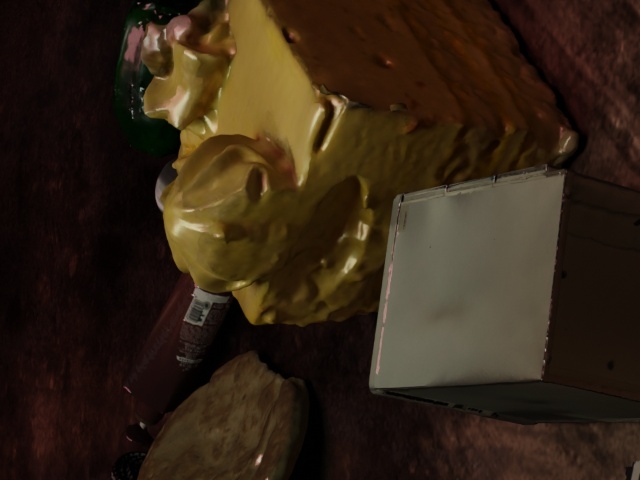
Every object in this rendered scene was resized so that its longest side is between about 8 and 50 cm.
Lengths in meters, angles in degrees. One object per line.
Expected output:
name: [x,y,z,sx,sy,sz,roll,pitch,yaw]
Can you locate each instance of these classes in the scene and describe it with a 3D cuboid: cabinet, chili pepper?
cabinet: [0.154,0.039,1.205,0.206,0.145,0.150,-11,68,60]
chili pepper: [-0.101,-0.197,1.730,0.165,0.174,0.261,-91,14,-74]

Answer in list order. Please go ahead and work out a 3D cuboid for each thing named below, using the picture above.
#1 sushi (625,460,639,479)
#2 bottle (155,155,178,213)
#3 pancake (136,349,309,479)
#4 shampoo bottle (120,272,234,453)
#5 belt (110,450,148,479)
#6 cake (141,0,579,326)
sushi: [0.247,0.250,1.105,0.192,0.043,0.279,135,148,-59]
bottle: [-0.083,-0.018,1.748,0.096,0.079,0.253,-43,32,-2]
pancake: [-0.092,0.203,1.691,0.236,0.042,0.222,-7,54,52]
shampoo bottle: [-0.149,0.122,1.844,0.236,0.068,0.067,-62,-9,27]
belt: [-0.139,0.317,1.731,0.359,0.126,0.094,-136,45,-62]
cake: [0.003,-0.074,1.372,0.222,0.286,0.227,-65,33,30]
